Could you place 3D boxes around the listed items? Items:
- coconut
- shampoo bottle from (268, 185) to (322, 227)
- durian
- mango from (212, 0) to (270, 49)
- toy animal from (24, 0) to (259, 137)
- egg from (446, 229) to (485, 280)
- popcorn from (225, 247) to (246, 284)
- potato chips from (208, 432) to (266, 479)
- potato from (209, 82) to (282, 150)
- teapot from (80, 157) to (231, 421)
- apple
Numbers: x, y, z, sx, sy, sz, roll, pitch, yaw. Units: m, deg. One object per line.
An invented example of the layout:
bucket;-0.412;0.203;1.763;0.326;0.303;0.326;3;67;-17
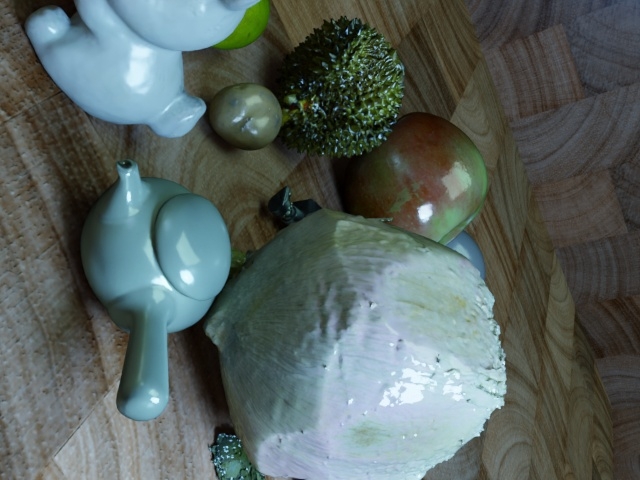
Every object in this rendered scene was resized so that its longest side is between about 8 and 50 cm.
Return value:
coconut;0.018;0.148;1.022;0.404;0.404;0.405;35;48;-50
shampoo bottle;0.000;0.001;1.379;0.309;0.071;0.098;39;51;-46
durian;0.030;-0.286;1.411;0.258;0.258;0.293;49;54;-39
mango;-0.165;-0.408;1.213;0.175;0.142;0.293;63;20;-9
toy animal;-0.172;-0.287;0.916;0.241;0.367;0.196;48;34;-22
egg;0.314;0.056;1.794;0.232;0.176;0.176;43;41;-28
popcorn;-0.143;0.045;1.113;0.068;0.060;0.083;35;20;8
potato chips;-0.122;0.394;1.024;0.202;0.029;0.220;41;46;-47
potato;-0.124;-0.207;1.221;0.147;0.112;0.112;4;73;-52
teapot;-0.197;0.065;0.910;0.220;0.149;0.319;18;61;-56
apple;0.195;-0.115;1.551;0.277;0.319;0.319;50;26;12
